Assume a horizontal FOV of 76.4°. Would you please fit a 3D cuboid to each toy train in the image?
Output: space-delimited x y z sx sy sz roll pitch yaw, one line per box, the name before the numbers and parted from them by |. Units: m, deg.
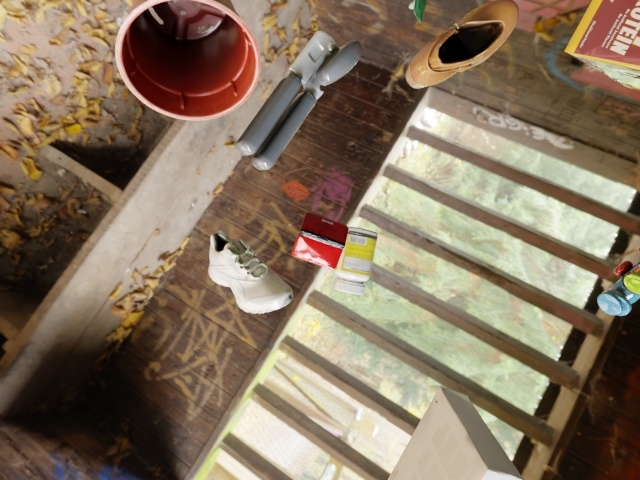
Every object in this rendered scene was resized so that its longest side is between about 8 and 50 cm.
toy train | 0.697 0.060 0.847 0.144 0.105 0.247 -26 148 -21

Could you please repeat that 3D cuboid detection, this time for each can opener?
can opener | -0.036 -0.243 0.679 0.074 0.093 0.280 42 74 -30

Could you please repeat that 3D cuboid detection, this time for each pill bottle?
pill bottle | 0.111 0.065 1.326 0.119 0.119 0.208 18 84 -73

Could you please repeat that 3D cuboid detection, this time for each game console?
game console | 0.000 0.000 1.247 0.085 0.144 0.124 116 -9 -50

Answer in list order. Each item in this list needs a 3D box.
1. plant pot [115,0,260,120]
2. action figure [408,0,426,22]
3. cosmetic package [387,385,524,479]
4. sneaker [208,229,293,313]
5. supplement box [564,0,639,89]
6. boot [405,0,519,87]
plant pot | -0.286 -0.452 0.873 0.273 0.264 0.272 -12 148 -8
action figure | 0.182 -0.590 0.876 0.232 0.064 0.137 1 90 -63
cosmetic package | 0.281 0.590 0.962 0.284 0.098 0.376 -108 -138 -75
sneaker | -0.183 0.072 0.969 0.111 0.297 0.129 -32 133 -37
supplement box | 0.503 -0.280 0.559 0.194 0.191 0.128 5 119 -31
boot | 0.307 -0.410 0.806 0.284 0.108 0.220 -28 -169 3
